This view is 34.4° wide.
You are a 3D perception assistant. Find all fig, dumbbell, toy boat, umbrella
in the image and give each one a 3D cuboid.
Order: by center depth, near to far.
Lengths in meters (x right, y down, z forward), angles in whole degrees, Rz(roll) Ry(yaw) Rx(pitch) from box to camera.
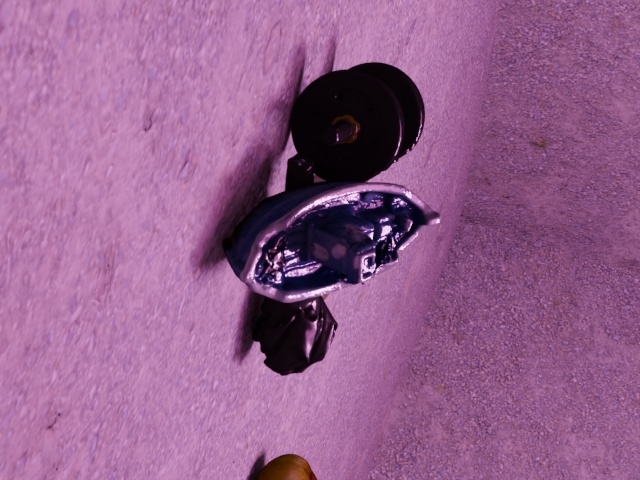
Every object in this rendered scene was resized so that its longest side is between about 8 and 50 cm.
[{"bbox_3d":[0.025,0.001,1.191,0.309,0.142,0.129,-17,121,-40],"label":"toy boat"},{"bbox_3d":[-0.031,0.038,1.327,0.118,0.118,0.340,-60,161,-49],"label":"umbrella"},{"bbox_3d":[0.052,-0.154,1.338,0.325,0.143,0.143,-39,144,-70],"label":"dumbbell"},{"bbox_3d":[-0.058,0.431,1.716,0.136,0.120,0.153,30,78,-74],"label":"fig"}]

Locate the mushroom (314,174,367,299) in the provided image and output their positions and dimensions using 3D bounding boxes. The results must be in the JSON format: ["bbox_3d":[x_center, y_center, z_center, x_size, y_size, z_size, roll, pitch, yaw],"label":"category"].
[{"bbox_3d":[-0.005,0.000,1.433,0.081,0.092,0.223,-97,-154,-59],"label":"mushroom"}]
